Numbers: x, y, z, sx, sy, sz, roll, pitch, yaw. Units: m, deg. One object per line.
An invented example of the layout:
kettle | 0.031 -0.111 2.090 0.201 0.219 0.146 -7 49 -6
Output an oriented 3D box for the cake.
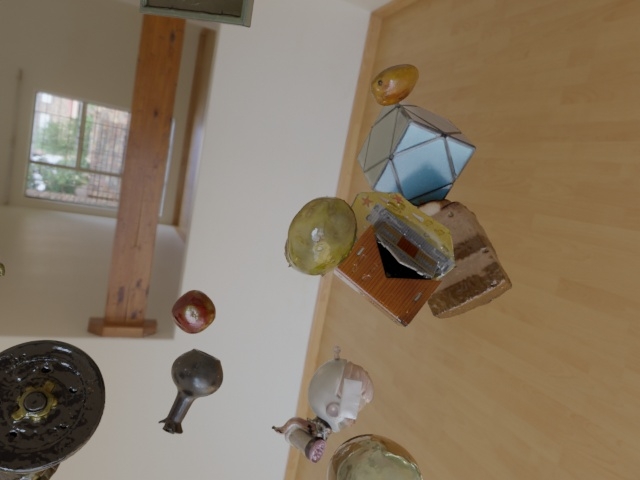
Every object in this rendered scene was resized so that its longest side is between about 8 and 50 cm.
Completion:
cake | 0.319 0.032 1.118 0.196 0.198 0.293 -33 69 22

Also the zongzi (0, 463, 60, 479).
zongzi | -0.765 0.419 1.009 0.154 0.289 0.318 -63 -36 -47

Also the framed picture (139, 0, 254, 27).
framed picture | -0.238 -0.557 0.865 0.335 0.022 0.248 23 109 32

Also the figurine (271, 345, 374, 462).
figurine | 0.026 0.566 1.540 0.361 0.211 0.253 -48 1 -13

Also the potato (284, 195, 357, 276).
potato | 0.000 0.000 0.527 0.070 0.091 0.138 55 167 9

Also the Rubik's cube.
Rubik's cube | 0.242 -0.230 1.186 0.207 0.204 0.205 -99 32 -54

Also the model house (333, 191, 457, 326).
model house | 0.103 0.039 0.778 0.207 0.219 0.136 -53 -5 30

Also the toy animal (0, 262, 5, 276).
toy animal | -0.946 0.132 1.220 0.103 0.101 0.219 15 95 21

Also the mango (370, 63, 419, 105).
mango | 0.152 -0.318 0.907 0.060 0.114 0.080 60 151 16

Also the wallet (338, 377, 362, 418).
wallet | 0.066 0.349 0.991 0.011 0.044 0.083 130 153 -75

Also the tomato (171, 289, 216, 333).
tomato | -0.253 0.144 0.892 0.075 0.087 0.087 76 -159 -88

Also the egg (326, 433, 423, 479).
egg | 0.113 0.541 1.004 0.244 0.201 0.201 141 131 -67

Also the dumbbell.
dumbbell | -0.465 0.274 0.744 0.388 0.185 0.185 -36 51 55

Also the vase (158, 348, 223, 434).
vase | -0.298 0.341 1.012 0.120 0.120 0.183 -8 53 65
